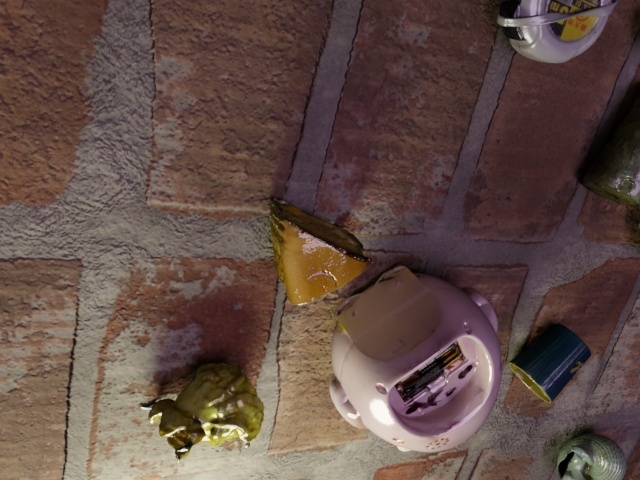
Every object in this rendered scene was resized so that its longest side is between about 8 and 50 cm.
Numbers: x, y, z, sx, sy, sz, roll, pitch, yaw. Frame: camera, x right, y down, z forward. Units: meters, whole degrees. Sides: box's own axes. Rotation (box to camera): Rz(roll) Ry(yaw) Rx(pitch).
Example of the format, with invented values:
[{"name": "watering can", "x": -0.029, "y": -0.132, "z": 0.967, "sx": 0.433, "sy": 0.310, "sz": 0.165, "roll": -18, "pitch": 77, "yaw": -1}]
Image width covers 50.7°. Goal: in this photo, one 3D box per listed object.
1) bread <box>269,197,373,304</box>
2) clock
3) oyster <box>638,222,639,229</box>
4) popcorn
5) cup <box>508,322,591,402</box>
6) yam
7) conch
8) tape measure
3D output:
[{"name": "bread", "x": 0.000, "y": 0.000, "z": 1.172, "sx": 0.160, "sy": 0.140, "sz": 0.169, "roll": -14, "pitch": 122, "yaw": -12}, {"name": "clock", "x": 0.212, "y": 0.271, "z": 1.357, "sx": 0.368, "sy": 0.250, "sz": 0.377, "roll": -34, "pitch": 127, "yaw": -5}, {"name": "oyster", "x": 0.823, "y": -0.042, "z": 1.594, "sx": 0.214, "sy": 0.083, "sz": 0.223, "roll": -4, "pitch": 124, "yaw": -21}, {"name": "popcorn", "x": -0.208, "y": 0.320, "z": 1.249, "sx": 0.195, "sy": 0.173, "sz": 0.168, "roll": -31, "pitch": 149, "yaw": -19}, {"name": "cup", "x": 0.560, "y": 0.296, "z": 1.640, "sx": 0.155, "sy": 0.131, "sz": 0.176, "roll": -43, "pitch": 157, "yaw": -3}, {"name": "yam", "x": 0.666, "y": -0.189, "z": 1.385, "sx": 0.154, "sy": 0.154, "sz": 0.254, "roll": 23, "pitch": 106, "yaw": -35}, {"name": "conch", "x": 0.757, "y": 0.612, "z": 1.906, "sx": 0.200, "sy": 0.131, "sz": 0.172, "roll": 40, "pitch": 124, "yaw": -10}, {"name": "tape measure", "x": 0.400, "y": -0.405, "z": 1.147, "sx": 0.236, "sy": 0.120, "sz": 0.197, "roll": 12, "pitch": 105, "yaw": -26}]
